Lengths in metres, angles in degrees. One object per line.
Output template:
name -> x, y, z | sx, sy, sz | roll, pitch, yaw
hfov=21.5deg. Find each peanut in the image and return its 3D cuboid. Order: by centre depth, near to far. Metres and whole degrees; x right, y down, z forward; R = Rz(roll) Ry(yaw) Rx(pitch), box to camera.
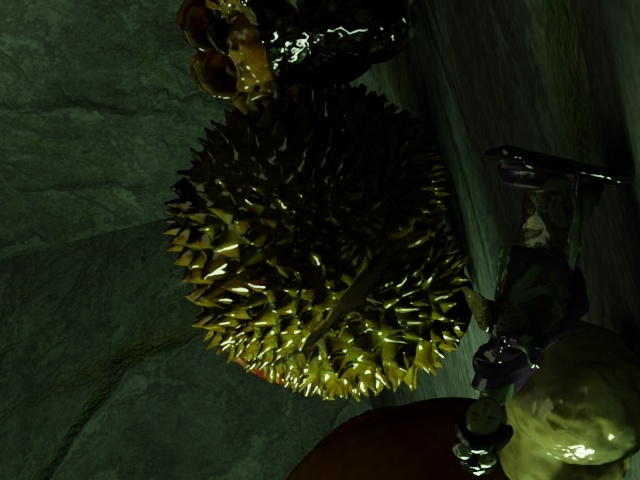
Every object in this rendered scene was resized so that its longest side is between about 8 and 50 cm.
peanut -> 0.167, 0.117, 1.130 | 0.098, 0.103, 0.229 | -59, -13, -17

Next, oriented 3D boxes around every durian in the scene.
durian -> 0.001, 0.005, 1.756 | 0.384, 0.348, 0.347 | -18, 86, 62

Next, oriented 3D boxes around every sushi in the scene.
sushi -> -0.027, -0.324, 1.625 | 0.234, 0.208, 0.348 | 63, -167, -72

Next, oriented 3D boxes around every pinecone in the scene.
pinecone -> -0.068, -0.282, 2.178 | 0.309, 0.244, 0.244 | 94, 161, -78

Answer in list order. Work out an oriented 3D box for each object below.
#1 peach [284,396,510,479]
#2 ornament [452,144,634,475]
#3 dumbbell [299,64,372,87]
peach -> 0.097, 0.310, 1.361 | 0.372, 0.290, 0.372 | -37, 47, 54
ornament -> 0.124, 0.043, 1.014 | 0.081, 0.088, 0.203 | 117, 168, -83
dumbbell -> 0.001, -0.244, 1.887 | 0.325, 0.143, 0.143 | -101, -2, -82
